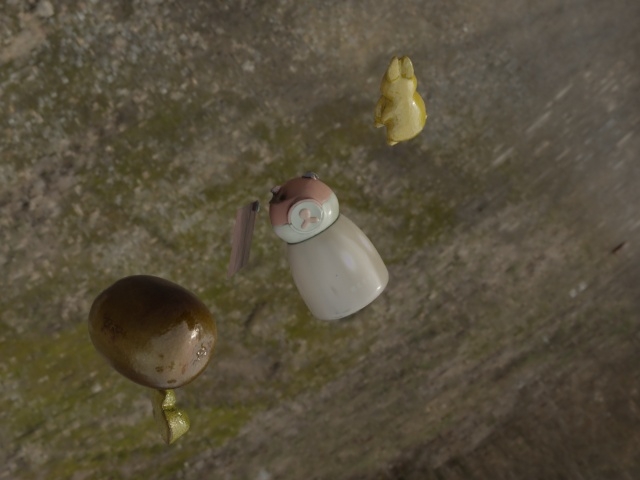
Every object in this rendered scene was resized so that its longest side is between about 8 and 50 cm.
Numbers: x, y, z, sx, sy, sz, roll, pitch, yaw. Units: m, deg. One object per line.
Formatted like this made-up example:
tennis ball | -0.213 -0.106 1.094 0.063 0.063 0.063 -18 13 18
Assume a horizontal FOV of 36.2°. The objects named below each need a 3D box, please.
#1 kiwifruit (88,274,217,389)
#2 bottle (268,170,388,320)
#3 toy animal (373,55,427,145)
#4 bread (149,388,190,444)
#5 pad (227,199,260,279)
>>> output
kiwifruit | -0.302 0.158 1.738 0.196 0.234 0.196 -51 156 -32
bottle | 0.000 0.000 1.613 0.147 0.236 0.147 -27 -163 9
toy animal | 0.121 -0.223 1.460 0.083 0.070 0.159 -24 143 -11
bread | -0.331 0.362 2.121 0.065 0.149 0.187 -20 165 -18
pad | -0.123 -0.004 1.587 0.188 0.006 0.113 -47 147 -80
